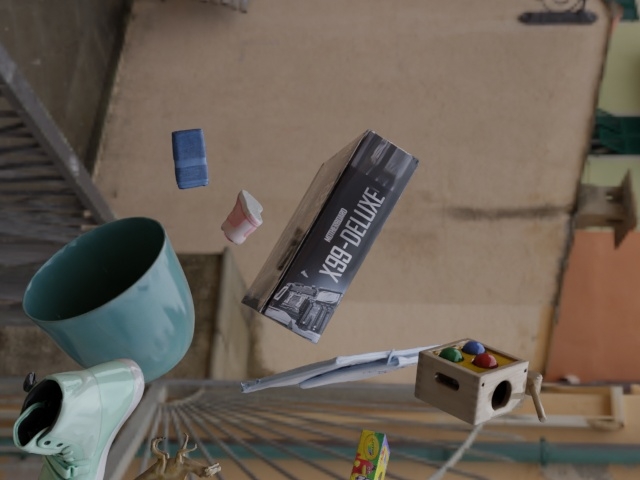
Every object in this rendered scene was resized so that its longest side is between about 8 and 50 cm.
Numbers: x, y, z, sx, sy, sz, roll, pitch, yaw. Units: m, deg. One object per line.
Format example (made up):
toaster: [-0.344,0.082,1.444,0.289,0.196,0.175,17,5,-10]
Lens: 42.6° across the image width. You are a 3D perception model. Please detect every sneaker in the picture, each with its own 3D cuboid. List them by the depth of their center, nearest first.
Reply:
sneaker: [-0.335,0.257,1.014,0.151,0.094,0.255,5,117,-57]
sneaker: [-0.135,-0.037,1.370,0.051,0.070,0.134,42,11,-19]

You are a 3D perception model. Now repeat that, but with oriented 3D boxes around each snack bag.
snack bag: [0.052,0.276,1.740,0.343,0.323,0.037,2,72,-44]

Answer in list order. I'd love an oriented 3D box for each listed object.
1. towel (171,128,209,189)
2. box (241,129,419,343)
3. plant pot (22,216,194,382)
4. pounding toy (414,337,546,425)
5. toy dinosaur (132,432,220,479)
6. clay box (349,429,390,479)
towel: [-0.259,-0.163,1.631,0.029,0.067,0.119,-133,-142,-63]
box: [0.000,0.000,1.055,0.242,0.077,0.307,-60,-173,-6]
plant pot: [-0.379,0.136,1.578,0.293,0.293,0.235,-86,157,-54]
pounding toy: [0.291,0.221,1.332,0.181,0.206,0.094,19,-70,47]
toy dinosaur: [-0.261,0.374,1.364,0.053,0.183,0.092,34,43,-70]
clay box: [0.084,0.493,1.585,0.127,0.053,0.222,74,28,-58]
